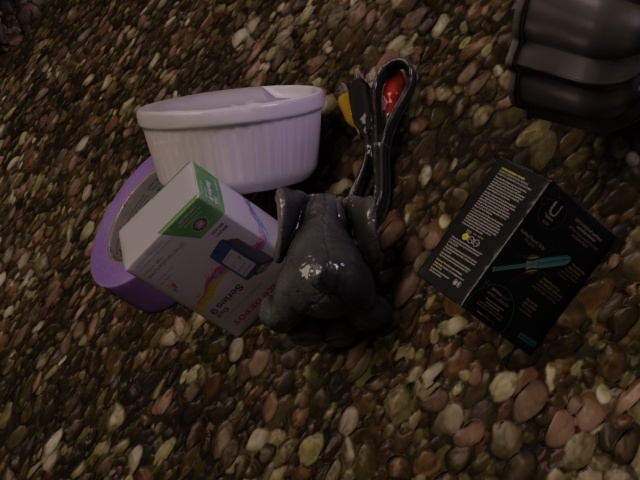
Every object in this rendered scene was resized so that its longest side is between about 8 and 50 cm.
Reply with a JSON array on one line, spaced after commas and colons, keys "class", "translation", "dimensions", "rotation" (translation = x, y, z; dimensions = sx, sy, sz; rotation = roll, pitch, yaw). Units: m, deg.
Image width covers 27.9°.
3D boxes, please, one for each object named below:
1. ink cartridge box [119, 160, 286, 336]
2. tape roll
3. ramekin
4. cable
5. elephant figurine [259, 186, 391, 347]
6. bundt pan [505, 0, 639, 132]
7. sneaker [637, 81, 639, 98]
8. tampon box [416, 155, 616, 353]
[{"class": "ink cartridge box", "translation": [-0.145, 0.015, 1.774], "dimensions": [0.154, 0.212, 0.093], "rotation": [-43, 36, 17]}, {"class": "tape roll", "translation": [-0.250, -0.025, 2.070], "dimensions": [0.275, 0.090, 0.274], "rotation": [-34, 36, 30]}, {"class": "ramekin", "translation": [-0.123, -0.145, 1.869], "dimensions": [0.273, 0.273, 0.127], "rotation": [12, 113, 57]}, {"class": "cable", "translation": [0.089, -0.139, 1.781], "dimensions": [0.139, 0.072, 0.287], "rotation": [-24, 54, 27]}, {"class": "elephant figurine", "translation": [0.000, 0.000, 1.614], "dimensions": [0.186, 0.169, 0.239], "rotation": [-29, 49, 41]}, {"class": "bundt pan", "translation": [0.330, -0.257, 1.334], "dimensions": [0.124, 0.331, 0.331], "rotation": [27, 82, 25]}, {"class": "sneaker", "translation": [0.433, -0.153, 1.208], "dimensions": [0.269, 0.153, 0.101], "rotation": [-23, 44, 41]}, {"class": "tampon box", "translation": [0.209, 0.015, 1.382], "dimensions": [0.161, 0.120, 0.101], "rotation": [-54, 32, 1]}]
